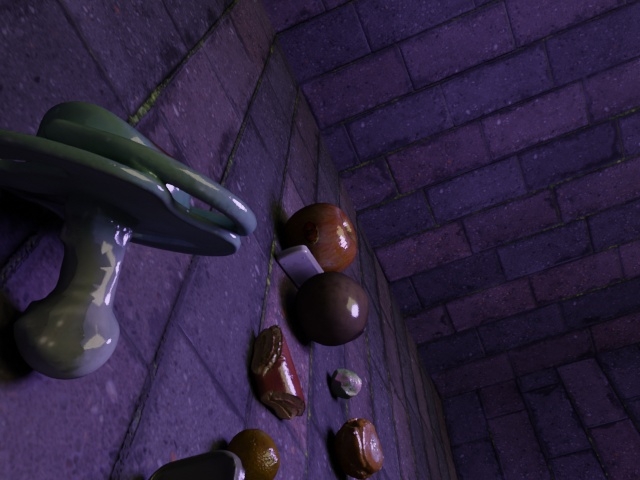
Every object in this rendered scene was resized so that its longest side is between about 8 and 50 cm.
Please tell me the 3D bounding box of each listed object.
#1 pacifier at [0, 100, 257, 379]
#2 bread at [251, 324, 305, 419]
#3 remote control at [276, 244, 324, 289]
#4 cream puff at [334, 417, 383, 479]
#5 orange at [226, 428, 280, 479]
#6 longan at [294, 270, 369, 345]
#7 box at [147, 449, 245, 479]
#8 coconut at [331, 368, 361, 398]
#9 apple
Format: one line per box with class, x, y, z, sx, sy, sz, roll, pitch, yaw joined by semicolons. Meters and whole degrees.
pacifier;-0.225;0.011;0.624;0.343;0.288;0.269;34;63;-63
bread;-0.082;0.266;1.168;0.119;0.067;0.192;-1;71;-77
remote control;-0.045;0.080;1.591;0.190;0.087;0.029;56;20;-47
cream puff;0.087;0.506;1.447;0.126;0.103;0.144;-17;86;-65
orange;-0.105;0.336;0.924;0.095;0.085;0.085;-107;170;-52
longan;0.030;0.175;1.531;0.220;0.196;0.197;17;54;-66
box;-0.123;0.390;0.642;0.274;0.138;0.178;-87;159;-61
coconut;0.070;0.388;1.611;0.081;0.082;0.083;-93;158;-66
apple;0.000;0.000;1.684;0.211;0.188;0.211;59;15;-26
